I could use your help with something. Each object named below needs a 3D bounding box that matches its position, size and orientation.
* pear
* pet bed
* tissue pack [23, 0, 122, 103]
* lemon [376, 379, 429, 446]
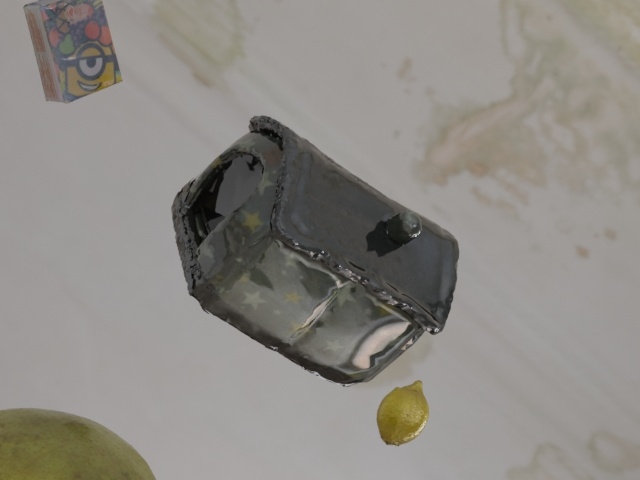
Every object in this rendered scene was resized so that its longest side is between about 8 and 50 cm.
[{"bbox_3d":[-0.300,0.304,1.460,0.304,0.304,0.304,18,-40,16],"label":"pear"},{"bbox_3d":[0.000,0.000,1.255,0.211,0.183,0.159,34,-68,-29],"label":"pet bed"},{"bbox_3d":[-0.201,-0.160,1.194,0.035,0.063,0.083,12,-60,45],"label":"tissue pack"},{"bbox_3d":[0.105,0.217,1.847,0.065,0.092,0.065,26,-14,7],"label":"lemon"}]
